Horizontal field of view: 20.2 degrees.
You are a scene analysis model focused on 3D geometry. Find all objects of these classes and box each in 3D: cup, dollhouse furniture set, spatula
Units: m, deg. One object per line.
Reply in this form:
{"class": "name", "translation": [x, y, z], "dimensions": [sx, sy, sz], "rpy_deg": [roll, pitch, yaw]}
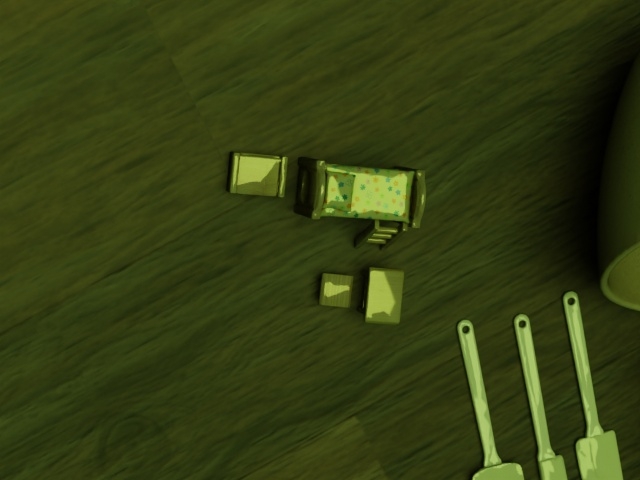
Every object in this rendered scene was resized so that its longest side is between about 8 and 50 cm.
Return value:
{"class": "cup", "translation": [0.419, -0.092, 1.791], "dimensions": [0.331, 0.331, 0.237], "rpy_deg": [-4, 68, -12]}
{"class": "dollhouse furniture set", "translation": [0.000, 0.000, 1.787], "dimensions": [0.182, 0.101, 0.161], "rpy_deg": [4, 94, -13]}
{"class": "spatula", "translation": [0.227, 0.186, 1.896], "dimensions": [0.168, 0.019, 0.242], "rpy_deg": [-13, 98, -10]}
